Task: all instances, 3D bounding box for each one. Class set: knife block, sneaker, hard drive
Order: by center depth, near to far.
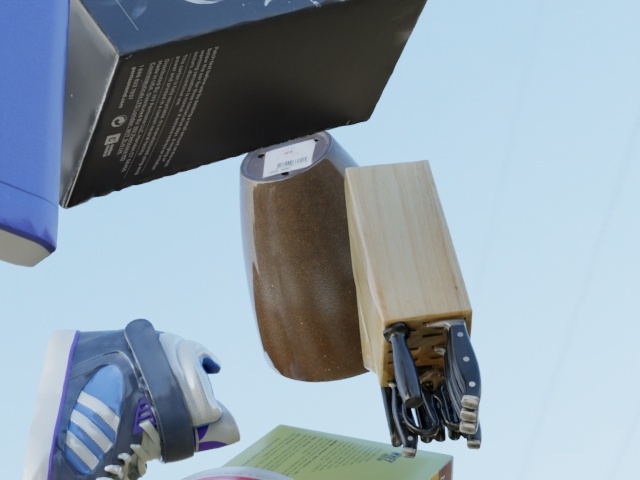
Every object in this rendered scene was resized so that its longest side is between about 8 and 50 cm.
[{"bbox_3d":[-0.255,-0.157,1.239,0.210,0.319,0.040,22,-38,-34],"label":"hard drive"},{"bbox_3d":[0.093,0.061,1.842,0.088,0.276,0.242,-6,1,-8],"label":"knife block"},{"bbox_3d":[-0.213,0.246,2.250,0.236,0.323,0.130,5,-33,-1],"label":"sneaker"}]

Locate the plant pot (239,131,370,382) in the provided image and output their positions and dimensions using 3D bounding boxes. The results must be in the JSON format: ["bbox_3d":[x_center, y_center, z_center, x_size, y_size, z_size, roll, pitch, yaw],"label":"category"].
[{"bbox_3d":[0.000,0.000,2.144,0.215,0.215,0.230,-20,-60,2],"label":"plant pot"}]

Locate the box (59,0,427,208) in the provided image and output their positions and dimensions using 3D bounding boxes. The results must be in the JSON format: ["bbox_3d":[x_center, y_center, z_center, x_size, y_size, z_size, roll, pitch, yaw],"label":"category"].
[{"bbox_3d":[-0.142,-0.238,1.585,0.312,0.343,0.179,-18,-30,-36],"label":"box"}]

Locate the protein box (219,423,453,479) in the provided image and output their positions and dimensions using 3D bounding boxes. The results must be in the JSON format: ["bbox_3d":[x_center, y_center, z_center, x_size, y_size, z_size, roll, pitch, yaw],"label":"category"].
[{"bbox_3d":[0.005,0.293,1.955,0.201,0.136,0.200,8,17,24],"label":"protein box"}]

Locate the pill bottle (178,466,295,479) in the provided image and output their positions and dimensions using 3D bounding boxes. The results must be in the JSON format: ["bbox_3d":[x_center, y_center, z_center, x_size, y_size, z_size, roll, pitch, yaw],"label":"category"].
[{"bbox_3d":[-0.092,0.326,1.491,0.229,0.229,0.407,-24,3,10],"label":"pill bottle"}]
